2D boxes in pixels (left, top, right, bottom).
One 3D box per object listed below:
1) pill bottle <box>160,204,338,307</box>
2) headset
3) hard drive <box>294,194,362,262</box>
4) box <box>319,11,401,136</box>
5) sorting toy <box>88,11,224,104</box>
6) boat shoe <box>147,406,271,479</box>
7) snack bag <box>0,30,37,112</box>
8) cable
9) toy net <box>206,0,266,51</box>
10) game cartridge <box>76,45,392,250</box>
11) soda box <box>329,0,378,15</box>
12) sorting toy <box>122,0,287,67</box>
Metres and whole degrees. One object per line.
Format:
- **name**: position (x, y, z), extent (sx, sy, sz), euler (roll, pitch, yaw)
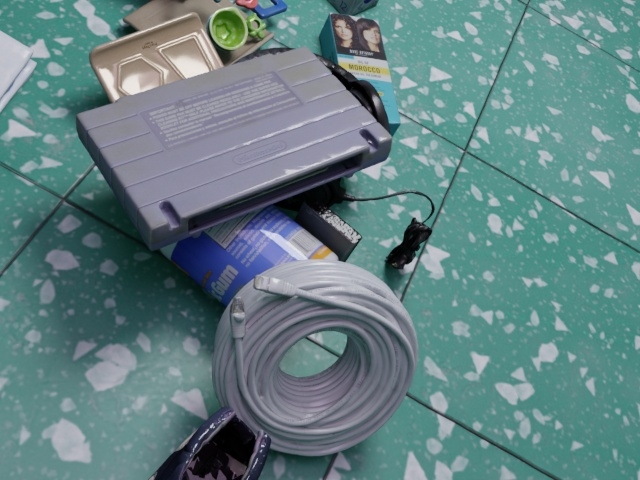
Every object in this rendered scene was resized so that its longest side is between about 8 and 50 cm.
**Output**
- **pill bottle**: position (-0.123, -0.001, 1.062), extent (0.272, 0.152, 0.152), euler (38, 54, 5)
- **headset**: position (0.006, -0.121, 1.182), extent (0.394, 0.185, 0.243), euler (41, 64, 11)
- **hard drive**: position (0.000, 0.000, 1.118), extent (0.094, 0.135, 0.022), euler (40, 59, 5)
- **box**: position (0.068, -0.289, 1.372), extent (0.101, 0.060, 0.244), euler (3, 59, -20)
- **sorting toy**: position (-0.225, -0.222, 1.184), extent (0.193, 0.038, 0.208), euler (-30, 101, -28)
- **boat shoe**: position (-0.178, 0.324, 0.832), extent (0.127, 0.158, 0.340), euler (33, 53, 1)
- **snack bag**: position (-0.604, -0.227, 1.041), extent (0.323, 0.037, 0.342), euler (32, 52, -18)
- **cable**: position (-0.008, 0.147, 0.965), extent (0.257, 0.257, 0.089), euler (6, 23, -20)
- **toy net**: position (-0.167, -0.425, 1.252), extent (0.122, 0.045, 0.232), euler (-30, 105, -25)
- **game cartridge**: position (-0.112, -0.136, 1.025), extent (0.355, 0.068, 0.230), euler (-23, 54, -25)
- **soda box**: position (0.003, -0.570, 1.502), extent (0.098, 0.091, 0.286), euler (-34, 76, -34)
- **sorting toy**: position (-0.206, -0.351, 1.314), extent (0.196, 0.047, 0.347), euler (37, 54, 8)
